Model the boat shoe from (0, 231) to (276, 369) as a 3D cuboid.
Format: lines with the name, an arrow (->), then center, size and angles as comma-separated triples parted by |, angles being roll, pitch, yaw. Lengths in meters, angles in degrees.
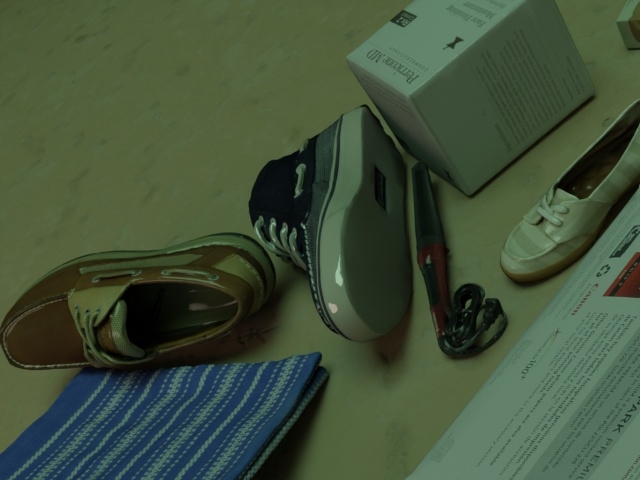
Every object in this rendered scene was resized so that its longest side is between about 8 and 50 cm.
boat shoe -> -0.211, 0.076, 1.083 | 0.324, 0.122, 0.120 | -18, 18, 15

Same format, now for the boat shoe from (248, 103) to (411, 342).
boat shoe -> 0.000, 0.000, 1.054 | 0.158, 0.127, 0.340 | -27, 29, 24

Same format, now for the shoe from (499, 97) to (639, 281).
shoe -> 0.247, -0.050, 0.939 | 0.219, 0.058, 0.076 | -42, 36, -7

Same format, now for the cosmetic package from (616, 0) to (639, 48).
cosmetic package -> 0.380, -0.238, 1.053 | 0.115, 0.041, 0.060 | 6, 53, 43

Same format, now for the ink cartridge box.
ink cartridge box -> 0.242, 0.100, 0.637 | 0.309, 0.130, 0.272 | -48, 12, -14

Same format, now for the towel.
towel -> -0.181, 0.191, 0.978 | 0.336, 0.040, 0.243 | -9, 24, 33

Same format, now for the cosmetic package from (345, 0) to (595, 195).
cosmetic package -> 0.160, -0.179, 1.075 | 0.184, 0.151, 0.151 | -39, 35, -4

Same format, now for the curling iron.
curling iron -> 0.125, 0.012, 0.993 | 0.068, 0.035, 0.274 | -24, 38, 11
